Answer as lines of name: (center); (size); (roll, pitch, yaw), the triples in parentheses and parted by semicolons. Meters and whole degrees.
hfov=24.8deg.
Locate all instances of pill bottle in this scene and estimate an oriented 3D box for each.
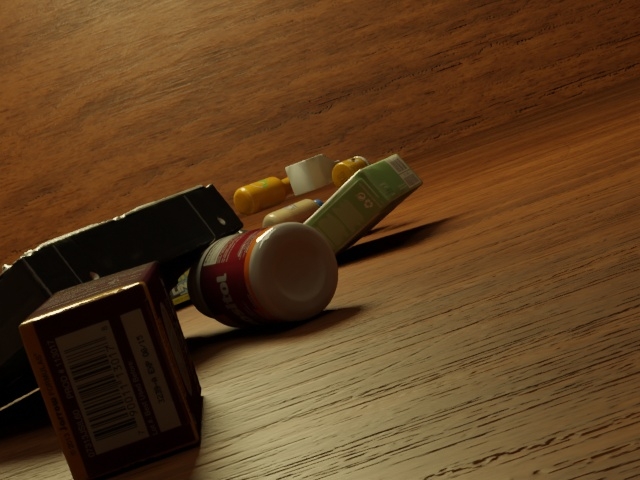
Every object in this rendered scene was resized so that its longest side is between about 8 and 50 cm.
pill bottle: (-0.057, 0.034, 1.289); (0.086, 0.086, 0.152); (-22, 5, -31)

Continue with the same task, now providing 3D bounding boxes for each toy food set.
toy food set: (0.005, -0.056, 1.913); (0.232, 0.111, 0.104); (-18, 4, 46)

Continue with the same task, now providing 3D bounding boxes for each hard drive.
hard drive: (-0.231, 0.064, 1.302); (0.237, 0.064, 0.339); (-41, -4, 25)

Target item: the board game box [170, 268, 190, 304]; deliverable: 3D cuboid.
board game box: (-0.187, 0.054, 1.781); (0.170, 0.048, 0.141); (-22, 3, -34)

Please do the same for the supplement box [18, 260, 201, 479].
supplement box: (-0.130, 0.079, 0.946); (0.080, 0.104, 0.188); (-19, 5, -3)

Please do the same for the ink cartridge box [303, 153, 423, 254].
ink cartridge box: (0.000, 0.000, 1.674); (0.235, 0.056, 0.171); (-43, -4, 19)

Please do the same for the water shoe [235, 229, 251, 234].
water shoe: (-0.127, 0.017, 1.985); (0.080, 0.073, 0.203); (2, 3, -15)
